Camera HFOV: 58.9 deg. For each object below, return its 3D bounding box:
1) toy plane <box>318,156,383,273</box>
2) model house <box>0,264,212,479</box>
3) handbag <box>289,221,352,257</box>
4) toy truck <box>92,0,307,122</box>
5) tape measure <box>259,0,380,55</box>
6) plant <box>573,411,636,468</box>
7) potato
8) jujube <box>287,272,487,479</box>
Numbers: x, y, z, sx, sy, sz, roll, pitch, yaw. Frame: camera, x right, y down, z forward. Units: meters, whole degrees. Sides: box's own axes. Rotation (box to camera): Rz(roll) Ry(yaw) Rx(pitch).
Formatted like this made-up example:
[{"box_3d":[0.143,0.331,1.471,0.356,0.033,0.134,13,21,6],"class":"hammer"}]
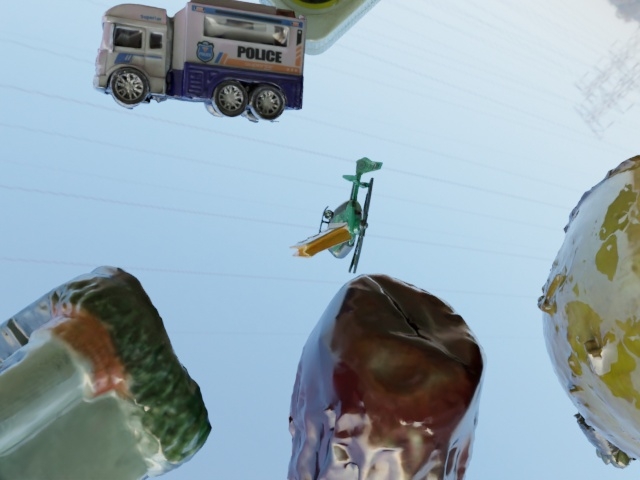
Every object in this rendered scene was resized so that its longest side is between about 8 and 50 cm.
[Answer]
[{"box_3d":[0.058,-0.054,1.131,0.060,0.096,0.235,17,-97,-50],"class":"toy plane"},{"box_3d":[-0.257,0.182,0.420,0.184,0.253,0.291,58,-146,-9],"class":"model house"},{"box_3d":[0.000,0.000,0.848,0.083,0.061,0.027,-25,-79,-26],"class":"handbag"},{"box_3d":[-0.161,-0.247,0.764,0.268,0.155,0.124,2,-170,-20],"class":"toy truck"},{"box_3d":[0.009,-0.442,0.921,0.207,0.235,0.115,48,180,0],"class":"tape measure"},{"box_3d":[0.539,0.360,1.060,0.143,0.092,0.094,47,177,-22],"class":"plant"},{"box_3d":[0.429,0.146,0.573,0.442,0.385,0.319,34,-130,-16],"class":"potato"},{"box_3d":[0.075,0.231,0.694,0.258,0.377,0.258,1,-164,0],"class":"jujube"}]
